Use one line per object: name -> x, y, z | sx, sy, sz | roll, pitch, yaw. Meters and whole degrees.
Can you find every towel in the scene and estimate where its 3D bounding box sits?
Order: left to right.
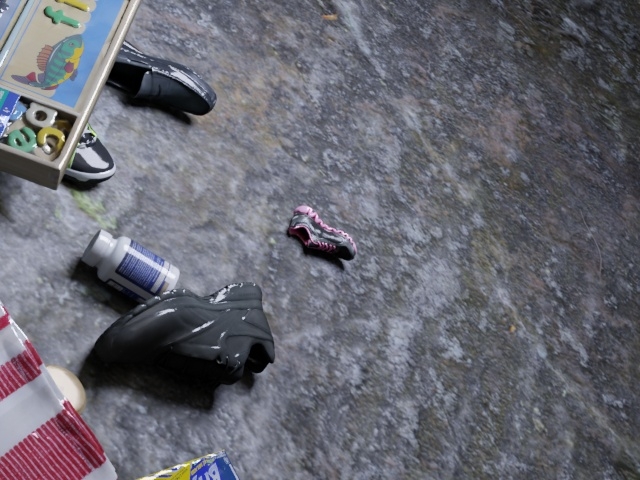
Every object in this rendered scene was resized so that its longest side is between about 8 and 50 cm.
towel -> -0.375, 0.197, 1.455 | 0.329, 0.037, 0.237 | 58, 37, -8

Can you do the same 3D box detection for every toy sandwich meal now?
toy sandwich meal -> -0.321, 0.186, 1.595 | 0.086, 0.029, 0.085 | 30, 35, -24

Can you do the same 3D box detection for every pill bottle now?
pill bottle -> -0.253, 0.036, 1.766 | 0.120, 0.067, 0.067 | 33, 38, -16

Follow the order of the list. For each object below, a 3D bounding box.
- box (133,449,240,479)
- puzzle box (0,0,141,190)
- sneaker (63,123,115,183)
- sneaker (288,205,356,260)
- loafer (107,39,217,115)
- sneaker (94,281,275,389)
box -> -0.176, 0.304, 1.590 | 0.169, 0.059, 0.054 | -12, 66, -48
puzzle box -> -0.412, -0.280, 1.795 | 0.272, 0.052, 0.409 | 19, 55, -5
sneaker -> -0.367, -0.178, 1.837 | 0.235, 0.097, 0.084 | 44, 37, -1
sneaker -> 0.000, 0.000, 2.066 | 0.119, 0.047, 0.057 | 34, 44, -2
loafer -> -0.264, -0.242, 2.020 | 0.223, 0.076, 0.078 | 26, 46, -17
sneaker -> -0.162, 0.133, 1.736 | 0.286, 0.109, 0.130 | -8, 67, -45
